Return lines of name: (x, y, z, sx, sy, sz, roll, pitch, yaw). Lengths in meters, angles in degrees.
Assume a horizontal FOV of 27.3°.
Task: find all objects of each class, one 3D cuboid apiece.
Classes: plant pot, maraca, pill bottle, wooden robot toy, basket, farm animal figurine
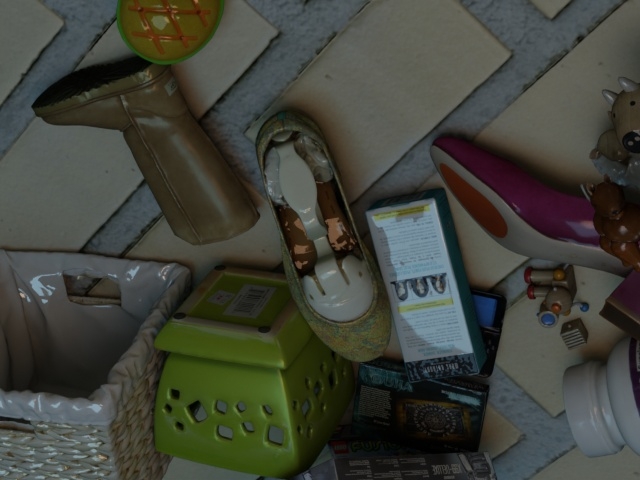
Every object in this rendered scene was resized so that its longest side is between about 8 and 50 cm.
plant pot: (-0.093, 0.167, 1.814, 0.227, 0.228, 0.207, 7, 120, 20)
maraca: (-0.176, -0.307, 1.641, 0.127, 0.099, 0.186, 33, 100, -16)
pill bottle: (0.474, 0.191, 1.692, 0.301, 0.169, 0.169, -17, 114, 26)
wooden robot toy: (0.306, 0.078, 1.730, 0.076, 0.079, 0.173, -6, 118, 20)
basket: (-0.368, 0.213, 1.874, 0.328, 0.331, 0.267, 4, 123, 16)
farm animal figurine: (0.405, -0.142, 1.425, 0.330, 0.327, 0.172, -39, 98, 29)

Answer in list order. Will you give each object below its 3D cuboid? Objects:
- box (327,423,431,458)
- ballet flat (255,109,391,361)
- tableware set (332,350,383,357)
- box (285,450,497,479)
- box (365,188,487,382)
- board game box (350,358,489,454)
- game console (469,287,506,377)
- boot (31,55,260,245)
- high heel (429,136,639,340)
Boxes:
box: (0.122, 0.324, 1.962, 0.207, 0.036, 0.114, -7, 117, 21)
ballet flat: (0.000, 0.000, 1.693, 0.123, 0.123, 0.349, -18, 94, 26)
tableware set: (0.024, 0.108, 1.871, 0.104, 0.024, 0.154, -13, 118, 33)
box: (0.058, 0.363, 1.805, 0.242, 0.307, 0.077, -32, 63, 40)
box: (0.142, 0.061, 1.747, 0.100, 0.060, 0.244, -10, 102, 22)
board game box: (0.140, 0.240, 1.872, 0.186, 0.026, 0.126, 13, 118, 12)
game console: (0.184, 0.121, 1.796, 0.122, 0.071, 0.107, 12, 78, 11)
boot: (-0.239, -0.108, 1.783, 0.236, 0.089, 0.270, -8, 123, 33)
high heel: (0.324, -0.048, 1.668, 0.377, 0.181, 0.127, 40, 165, 7)
